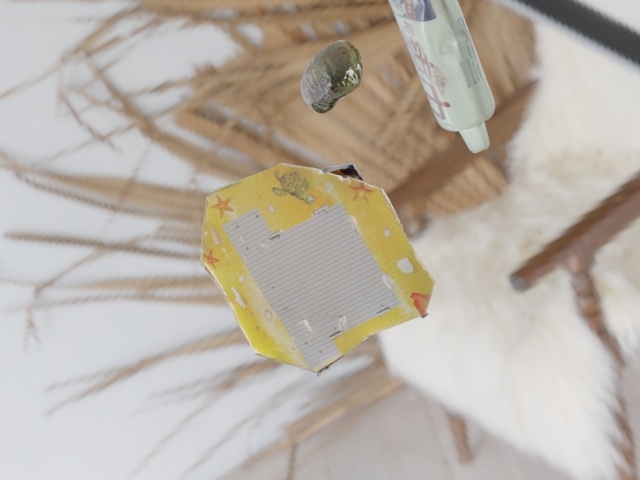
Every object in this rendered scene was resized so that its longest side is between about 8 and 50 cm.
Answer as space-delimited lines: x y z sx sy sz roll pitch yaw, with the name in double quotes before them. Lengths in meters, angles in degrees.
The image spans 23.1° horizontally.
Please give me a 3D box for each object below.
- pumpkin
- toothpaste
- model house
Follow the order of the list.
"pumpkin" 0.004 -0.146 1.410 0.028 0.050 0.083 -7 -27 -37
"toothpaste" 0.059 -0.145 0.921 0.038 0.233 0.060 -39 36 -19
"model house" 0.000 0.000 1.605 0.207 0.219 0.136 -30 10 19
